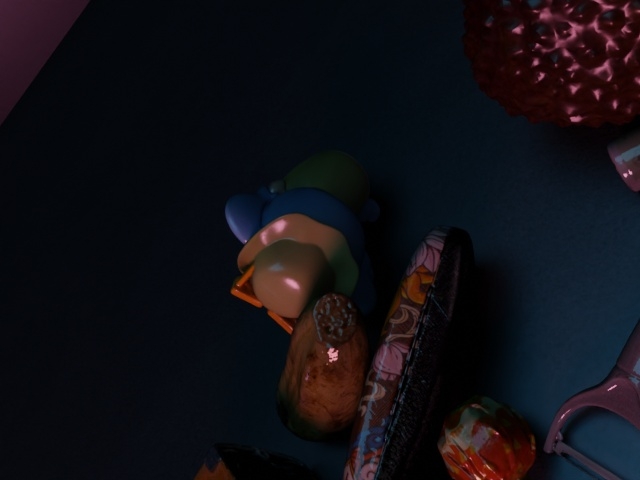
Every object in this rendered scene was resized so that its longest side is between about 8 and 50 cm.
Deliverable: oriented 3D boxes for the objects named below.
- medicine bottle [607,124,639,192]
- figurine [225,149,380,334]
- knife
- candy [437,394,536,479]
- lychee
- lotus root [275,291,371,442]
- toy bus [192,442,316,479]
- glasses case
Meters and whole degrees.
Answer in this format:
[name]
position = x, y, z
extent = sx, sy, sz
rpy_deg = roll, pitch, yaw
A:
[medicine bottle]
position = 0.365, -0.114, 0.665
extent = 0.199, 0.058, 0.057
rpy_deg = -30, 49, 29
[figurine]
position = 0.001, -0.003, 0.870
extent = 0.154, 0.180, 0.262
rpy_deg = -12, 17, 35
[knife]
position = 0.300, 0.086, 0.620
extent = 0.123, 0.053, 0.278
rpy_deg = 28, 89, 44
[candy]
position = 0.203, 0.248, 0.618
extent = 0.287, 0.078, 0.084
rpy_deg = 48, 126, 39
[lychee]
position = 0.259, -0.247, 0.702
extent = 0.304, 0.276, 0.275
rpy_deg = 15, 78, 32
[lotus root]
position = 0.008, 0.142, 0.782
extent = 0.258, 0.097, 0.110
rpy_deg = 104, 155, -56
[toy bus]
position = -0.024, 0.362, 0.696
extent = 0.194, 0.162, 0.323
rpy_deg = -58, 43, 6
[glasses case]
position = 0.090, 0.136, 0.727
extent = 0.082, 0.122, 0.320
rpy_deg = 15, 69, 13
